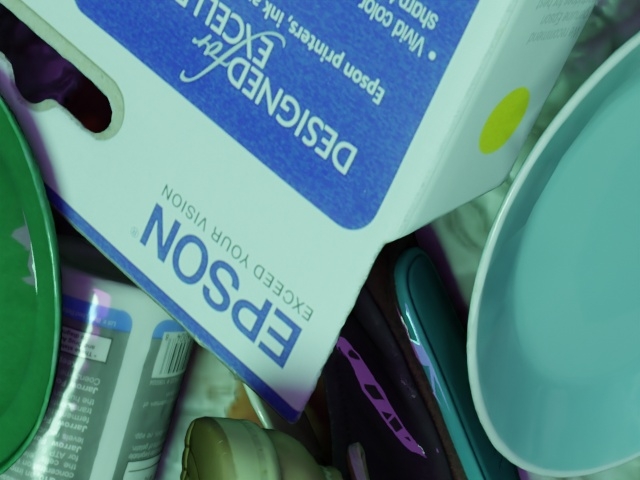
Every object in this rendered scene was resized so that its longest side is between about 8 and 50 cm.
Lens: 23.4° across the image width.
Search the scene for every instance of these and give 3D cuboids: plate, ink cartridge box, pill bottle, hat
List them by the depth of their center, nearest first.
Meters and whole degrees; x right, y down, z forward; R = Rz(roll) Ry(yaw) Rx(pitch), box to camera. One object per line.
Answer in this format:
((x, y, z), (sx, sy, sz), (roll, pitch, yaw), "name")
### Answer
((-0.033, -0.156, 0.491), (0.303, 0.072, 0.307), (40, 122, 27), "ink cartridge box")
((-0.218, 0.025, 0.515), (0.208, 0.183, 0.173), (-26, 81, 45), "hat")
((0.116, -0.003, 0.541), (0.024, 0.188, 0.188), (36, 103, 43), "plate")
((-0.098, 0.073, 0.600), (0.078, 0.078, 0.137), (18, 99, 3), "pill bottle")

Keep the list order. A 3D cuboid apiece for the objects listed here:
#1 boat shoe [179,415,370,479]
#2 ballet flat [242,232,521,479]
((-0.003, 0.128, 0.515), (0.089, 0.285, 0.104), (4, 69, -1), "boat shoe")
((0.000, 0.000, 0.576), (0.096, 0.095, 0.280), (-11, 96, 18), "ballet flat")
